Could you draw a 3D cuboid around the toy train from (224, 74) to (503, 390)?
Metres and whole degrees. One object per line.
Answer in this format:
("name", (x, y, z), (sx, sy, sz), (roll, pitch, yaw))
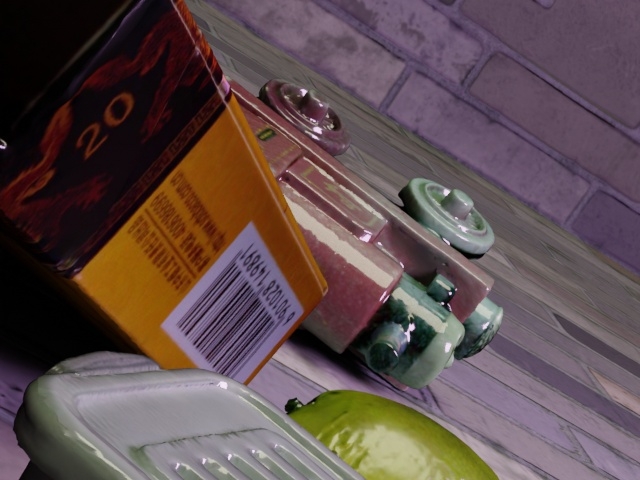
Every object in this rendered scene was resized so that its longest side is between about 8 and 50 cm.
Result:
("toy train", (0.000, 0.000, 1.262), (0.304, 0.150, 0.221), (36, 21, 2))

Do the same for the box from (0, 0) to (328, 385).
("box", (-0.152, -0.072, 0.815), (0.264, 0.116, 0.415), (39, -8, 18))

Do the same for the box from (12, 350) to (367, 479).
("box", (-0.014, 0.159, 0.527), (0.243, 0.135, 0.163), (37, 10, 16))

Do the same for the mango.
("mango", (0.039, 0.151, 0.819), (0.178, 0.100, 0.119), (43, 47, -1))
